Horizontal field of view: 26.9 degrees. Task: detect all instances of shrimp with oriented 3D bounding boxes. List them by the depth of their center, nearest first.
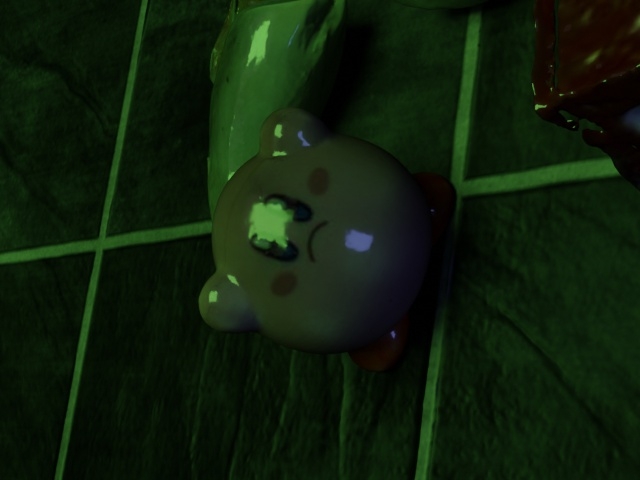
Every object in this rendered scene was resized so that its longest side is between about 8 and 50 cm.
[{"bbox_3d":[-0.067,-0.232,1.272,0.101,0.042,0.190,12,85,58],"label":"shrimp"}]

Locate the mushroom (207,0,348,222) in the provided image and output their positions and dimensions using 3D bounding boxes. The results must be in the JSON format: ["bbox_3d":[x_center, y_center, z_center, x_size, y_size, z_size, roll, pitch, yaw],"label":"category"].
[{"bbox_3d":[-0.046,-0.081,1.148,0.118,0.103,0.270,11,94,57],"label":"mushroom"}]

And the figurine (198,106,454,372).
[{"bbox_3d":[0.000,0.000,0.995,0.173,0.173,0.173,-22,59,43],"label":"figurine"}]

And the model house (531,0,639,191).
[{"bbox_3d":[0.258,-0.156,0.746,0.254,0.160,0.196,-24,52,49],"label":"model house"}]

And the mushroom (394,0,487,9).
[{"bbox_3d":[0.167,-0.310,0.989,0.351,0.097,0.109,-52,43,18],"label":"mushroom"}]
